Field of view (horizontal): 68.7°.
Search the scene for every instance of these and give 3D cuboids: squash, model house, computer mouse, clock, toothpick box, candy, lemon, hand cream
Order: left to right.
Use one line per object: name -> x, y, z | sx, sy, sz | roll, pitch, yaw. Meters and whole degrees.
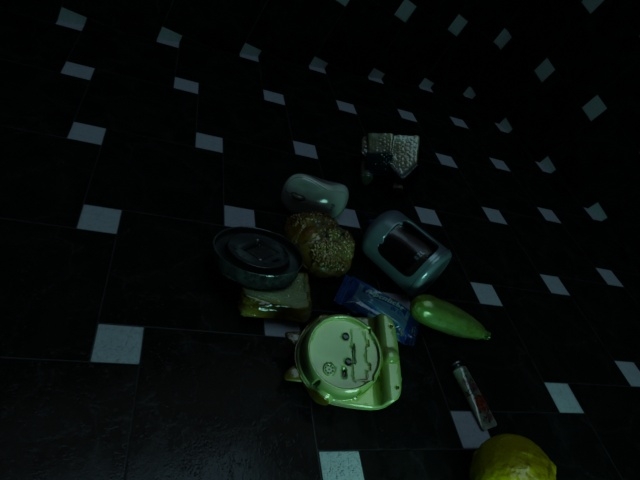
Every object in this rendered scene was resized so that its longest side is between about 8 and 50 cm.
clock -> -0.213, 0.052, 1.583 | 0.313, 0.061, 0.312 | 15, 27, -8
computer mouse -> -0.014, -0.173, 1.970 | 0.297, 0.184, 0.121 | 12, 30, -28
clock -> 0.064, 0.355, 1.419 | 0.348, 0.117, 0.286 | 7, 57, -14
candy -> 0.210, 0.249, 1.702 | 0.331, 0.077, 0.187 | 32, 33, 3
model house -> 0.348, -0.373, 2.375 | 0.298, 0.243, 0.284 | 2, 66, 9
toothpick box -> 0.319, 0.035, 1.889 | 0.355, 0.263, 0.263 | 43, 42, 21
squash -> 0.489, 0.296, 1.763 | 0.371, 0.118, 0.118 | 23, 38, -23
hand cream -> 0.516, 0.523, 1.593 | 0.080, 0.050, 0.234 | 0, 52, -34
lemon -> 0.529, 0.667, 1.293 | 0.233, 0.233, 0.288 | 35, 28, 10

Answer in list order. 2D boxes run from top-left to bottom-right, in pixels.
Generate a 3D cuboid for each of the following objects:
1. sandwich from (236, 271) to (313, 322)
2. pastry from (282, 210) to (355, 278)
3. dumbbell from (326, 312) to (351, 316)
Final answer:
sandwich -> -0.154, 0.175, 1.566 | 0.251, 0.087, 0.226 | 10, 30, -19
pastry -> 0.000, 0.000, 1.794 | 0.255, 0.162, 0.311 | -15, 53, -37
dumbbell -> 0.133, 0.305, 1.590 | 0.254, 0.081, 0.081 | 23, 39, -2
